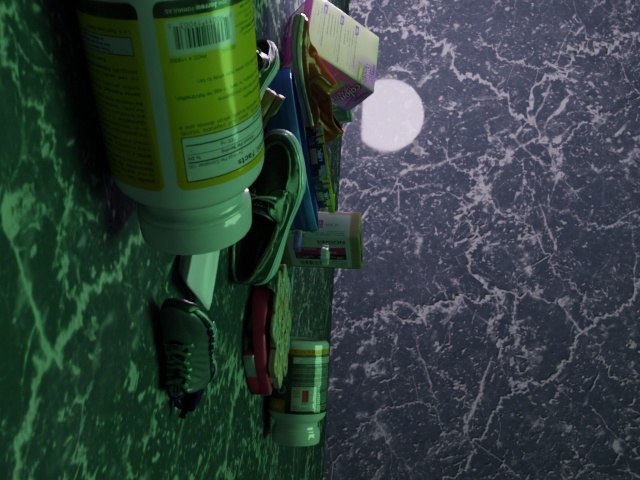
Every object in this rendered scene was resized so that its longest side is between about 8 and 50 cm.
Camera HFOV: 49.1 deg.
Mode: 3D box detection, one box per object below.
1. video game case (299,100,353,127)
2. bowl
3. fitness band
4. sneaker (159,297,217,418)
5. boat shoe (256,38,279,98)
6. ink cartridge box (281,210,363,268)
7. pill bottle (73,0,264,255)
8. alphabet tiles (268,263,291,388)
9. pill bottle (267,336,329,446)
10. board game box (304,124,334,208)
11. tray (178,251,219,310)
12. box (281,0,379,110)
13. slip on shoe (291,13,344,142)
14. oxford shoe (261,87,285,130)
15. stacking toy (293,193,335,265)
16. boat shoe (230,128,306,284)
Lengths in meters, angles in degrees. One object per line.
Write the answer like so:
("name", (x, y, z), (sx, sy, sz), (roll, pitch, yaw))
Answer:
("video game case", (0.009, -0.389, 2.130), (0.190, 0.173, 0.022), (62, 19, -76))
("bowl", (-0.072, -0.209, 1.660), (0.391, 0.077, 0.391), (-10, 90, -88))
("fitness band", (-0.136, 0.247, 1.703), (0.209, 0.054, 0.291), (-80, 171, -45))
("sneaker", (-0.202, 0.182, 1.057), (0.224, 0.083, 0.098), (86, 15, -49))
("boat shoe", (-0.132, -0.351, 1.411), (0.070, 0.077, 0.219), (86, 11, -48))
("ink cartridge box", (0.000, 0.000, 1.957), (0.193, 0.234, 0.088), (77, 16, -62))
("pill bottle", (-0.162, -0.158, 0.809), (0.188, 0.187, 0.334), (-76, 168, -56))
("alphabet tiles", (-0.100, 0.208, 1.720), (0.278, 0.021, 0.284), (82, 10, -59))
("pill bottle", (-0.061, 0.407, 1.916), (0.162, 0.162, 0.279), (31, 61, -82))
("board game box", (-0.001, -0.179, 1.731), (0.170, 0.048, 0.141), (77, 7, -66))
("tray", (-0.198, -0.030, 1.197), (0.145, 0.030, 0.270), (78, 16, -66))
("box", (0.031, -0.521, 1.952), (0.117, 0.243, 0.214), (-30, -136, 46))
("slip on shoe", (-0.011, -0.395, 1.730), (0.123, 0.101, 0.331), (-93, 171, -63))
("oxford shoe", (-0.148, -0.229, 1.411), (0.076, 0.076, 0.212), (-45, -164, 54))
("stacking toy", (-0.053, -0.037, 1.802), (0.052, 0.166, 0.221), (81, 14, -58))
("boat shoe", (-0.109, -0.062, 1.439), (0.119, 0.121, 0.335), (-26, 127, -75))
